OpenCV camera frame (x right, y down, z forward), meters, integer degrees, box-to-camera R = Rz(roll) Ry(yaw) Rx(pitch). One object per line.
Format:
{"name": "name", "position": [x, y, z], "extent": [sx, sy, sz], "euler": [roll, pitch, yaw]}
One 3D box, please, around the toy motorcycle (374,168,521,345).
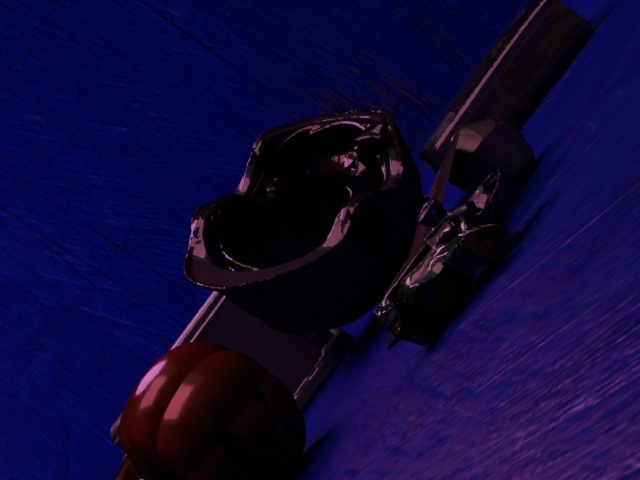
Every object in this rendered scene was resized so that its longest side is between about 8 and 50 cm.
{"name": "toy motorcycle", "position": [0.100, 0.023, 1.289], "extent": [0.190, 0.074, 0.106], "euler": [-51, 12, 37]}

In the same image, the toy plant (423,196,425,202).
{"name": "toy plant", "position": [0.105, -0.040, 2.210], "extent": [0.093, 0.093, 0.162], "euler": [-53, 4, 10]}

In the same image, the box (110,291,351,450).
{"name": "box", "position": [-0.122, 0.194, 2.006], "extent": [0.312, 0.182, 0.175], "euler": [-53, 1, -1]}

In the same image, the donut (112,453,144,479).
{"name": "donut", "position": [-0.210, 0.341, 1.758], "extent": [0.330, 0.160, 0.330], "euler": [-45, 3, 3]}

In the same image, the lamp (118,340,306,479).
{"name": "lamp", "position": [-0.104, 0.187, 1.571], "extent": [0.164, 0.187, 0.187], "euler": [-52, 1, -28]}

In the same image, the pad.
{"name": "pad", "position": [0.092, -0.078, 1.527], "extent": [0.250, 0.055, 0.323], "euler": [105, 162, -67]}

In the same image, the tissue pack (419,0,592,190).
{"name": "tissue pack", "position": [0.226, -0.186, 1.959], "extent": [0.257, 0.081, 0.185], "euler": [-53, 2, 4]}

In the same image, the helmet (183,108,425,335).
{"name": "helmet", "position": [0.000, 0.000, 1.888], "extent": [0.271, 0.197, 0.338], "euler": [-4, 43, 35]}

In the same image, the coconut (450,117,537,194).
{"name": "coconut", "position": [0.161, -0.080, 1.499], "extent": [0.083, 0.081, 0.082], "euler": [-50, -6, -26]}
